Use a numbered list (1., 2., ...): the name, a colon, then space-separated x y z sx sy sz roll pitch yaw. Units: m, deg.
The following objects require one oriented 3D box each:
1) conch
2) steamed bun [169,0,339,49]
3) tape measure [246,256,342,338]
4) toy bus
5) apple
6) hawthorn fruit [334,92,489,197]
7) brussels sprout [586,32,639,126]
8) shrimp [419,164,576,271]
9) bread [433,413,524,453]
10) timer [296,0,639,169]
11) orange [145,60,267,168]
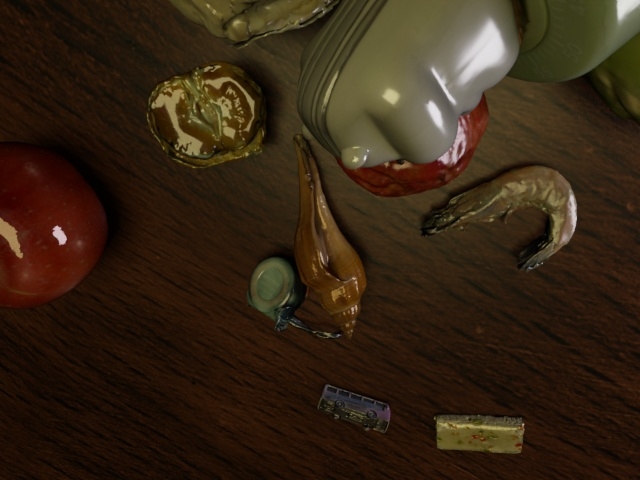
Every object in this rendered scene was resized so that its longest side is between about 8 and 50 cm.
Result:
1. conch: -0.003 0.001 0.746 0.093 0.109 0.330 -17 94 48
2. steamed bun: -0.096 -0.387 0.531 0.347 0.237 0.393 11 82 -14
3. tape measure: -0.035 0.101 0.822 0.180 0.104 0.107 28 89 -38
4. toy bus: 0.062 0.307 0.874 0.131 0.052 0.036 16 118 6
5. apple: -0.477 -0.021 0.755 0.261 0.216 0.260 4 113 9
6. hawthorn fruit: 0.097 -0.138 0.587 0.208 0.243 0.207 7 120 12
7. brussels sprout: 0.430 -0.233 0.502 0.317 0.242 0.273 42 88 -12
8. shrimp: 0.265 -0.020 0.711 0.220 0.046 0.152 -19 103 17
9. bread: 0.285 0.350 0.863 0.154 0.028 0.068 -1 113 13
10. timer: 0.106 -0.196 0.405 0.291 0.291 0.315 40 95 -6
11. orange: -0.159 -0.182 0.691 0.170 0.112 0.160 27 104 -26
